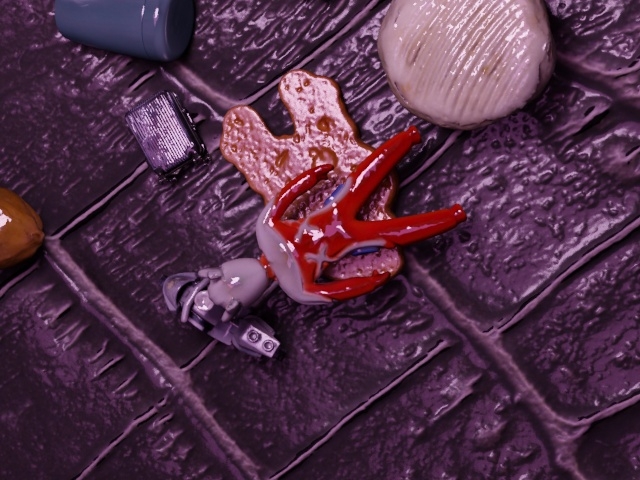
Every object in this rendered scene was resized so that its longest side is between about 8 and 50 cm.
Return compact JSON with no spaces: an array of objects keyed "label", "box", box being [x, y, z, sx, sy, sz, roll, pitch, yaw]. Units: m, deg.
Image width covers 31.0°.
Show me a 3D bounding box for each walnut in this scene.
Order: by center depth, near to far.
[{"label":"walnut","box":[-0.524,-0.025,1.739,0.245,0.137,0.137,11,96,22]}]

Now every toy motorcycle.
[{"label":"toy motorcycle","box":[-0.143,0.104,1.658,0.215,0.122,0.080,31,85,9]}]

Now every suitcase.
[{"label":"suitcase","box":[-0.224,-0.154,1.691,0.086,0.059,0.126,-30,87,12]}]

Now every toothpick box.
[{"label":"toothpick box","box":[-0.285,-0.327,1.664,0.184,0.120,0.120,12,96,15]}]

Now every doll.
[{"label":"doll","box":[0.000,0.000,1.575,0.384,0.099,0.188,-27,86,-2]}]

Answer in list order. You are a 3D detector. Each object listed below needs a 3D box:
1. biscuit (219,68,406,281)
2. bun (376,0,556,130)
[{"label":"biscuit","box":[0.002,-0.078,1.649,0.202,0.047,0.334,-35,84,11]},{"label":"bun","box":[0.194,-0.266,1.545,0.239,0.141,0.239,3,101,14]}]
